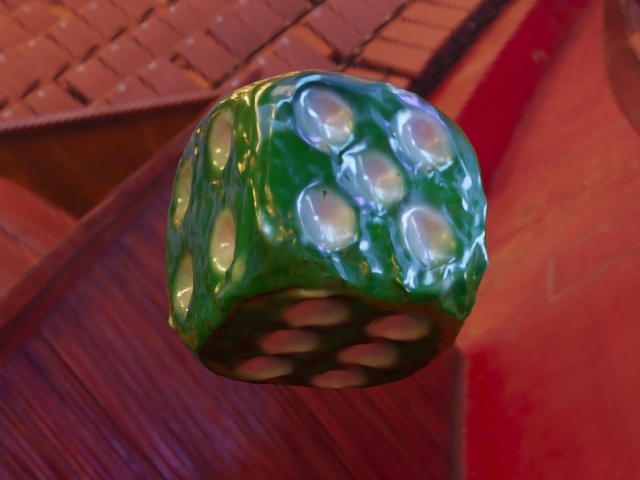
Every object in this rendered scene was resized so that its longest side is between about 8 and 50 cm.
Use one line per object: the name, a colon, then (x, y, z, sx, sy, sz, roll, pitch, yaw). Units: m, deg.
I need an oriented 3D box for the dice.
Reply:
dice: (0.000, 0.000, 0.633, 0.128, 0.131, 0.120, -43, 43, 53)
